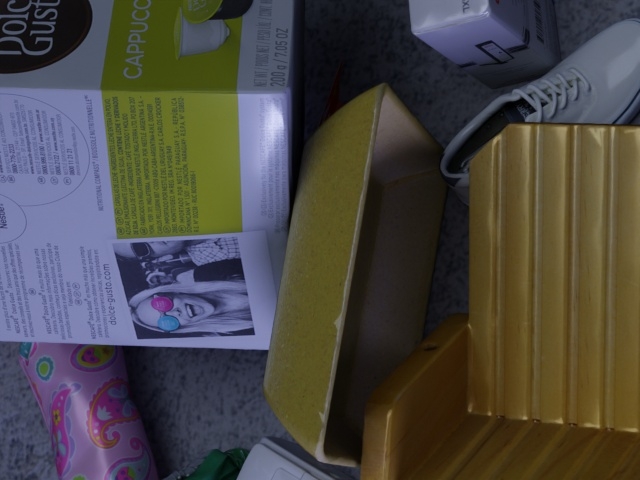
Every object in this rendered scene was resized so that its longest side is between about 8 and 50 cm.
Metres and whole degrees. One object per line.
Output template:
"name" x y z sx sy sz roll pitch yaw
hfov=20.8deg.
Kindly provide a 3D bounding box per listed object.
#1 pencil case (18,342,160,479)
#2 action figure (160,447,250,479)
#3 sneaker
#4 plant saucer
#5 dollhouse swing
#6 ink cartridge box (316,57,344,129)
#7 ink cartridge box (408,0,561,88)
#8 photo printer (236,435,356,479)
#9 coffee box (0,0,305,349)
"pencil case" -0.242 0.218 1.877 0.124 0.124 0.284 -25 69 21
"action figure" -0.144 0.283 1.777 0.063 0.232 0.137 3 120 39
"sneaker" 0.228 -0.124 1.717 0.258 0.091 0.094 -43 63 14
"plant saucer" 0.032 0.044 1.642 0.081 0.333 0.333 8 83 16
"dollhouse swing" 0.230 0.083 1.551 0.347 0.315 0.305 4 113 29
"ink cartridge box" 0.018 -0.070 1.745 0.045 0.179 0.145 14 51 6
"ink cartridge box" 0.159 -0.251 1.718 0.086 0.203 0.148 -11 74 25
"photo printer" -0.020 0.385 1.729 0.256 0.107 0.307 26 92 32
"coffee box" -0.186 -0.132 1.678 0.334 0.338 0.337 1 46 1
